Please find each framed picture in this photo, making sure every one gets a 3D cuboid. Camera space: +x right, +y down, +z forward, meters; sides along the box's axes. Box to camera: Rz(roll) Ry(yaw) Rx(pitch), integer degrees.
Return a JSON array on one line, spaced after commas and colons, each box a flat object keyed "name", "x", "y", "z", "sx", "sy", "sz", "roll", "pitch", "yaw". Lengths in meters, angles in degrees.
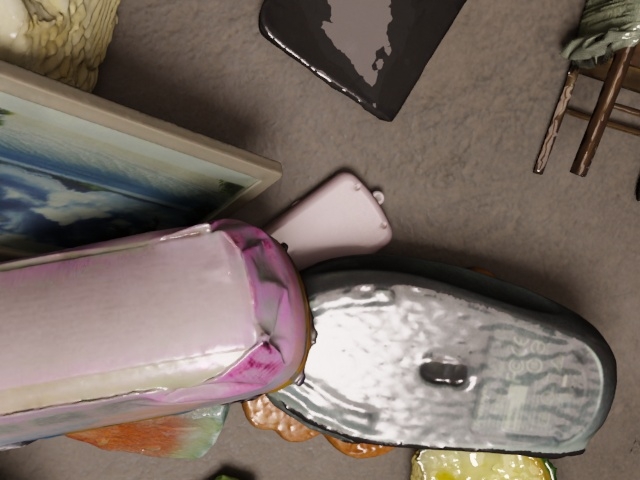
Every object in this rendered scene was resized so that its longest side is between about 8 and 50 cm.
[{"name": "framed picture", "x": -0.219, "y": -0.042, "z": 0.701, "sx": 0.315, "sy": 0.232, "sz": 0.024, "roll": 14, "pitch": 50, "yaw": -47}]

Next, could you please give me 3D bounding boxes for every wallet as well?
[{"name": "wallet", "x": 0.095, "y": -0.331, "z": 0.863, "sx": 0.197, "sy": 0.051, "sz": 0.377, "roll": 33, "pitch": 88, "yaw": -14}]

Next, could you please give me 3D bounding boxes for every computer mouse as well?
[{"name": "computer mouse", "x": 0.118, "y": 0.127, "z": 0.846, "sx": 0.374, "sy": 0.114, "sz": 0.203, "roll": 13, "pitch": 95, "yaw": -4}]

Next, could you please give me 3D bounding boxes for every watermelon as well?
[{"name": "watermelon", "x": -0.212, "y": 0.133, "z": 0.834, "sx": 0.257, "sy": 0.140, "sz": 0.192, "roll": 7, "pitch": 87, "yaw": -5}]

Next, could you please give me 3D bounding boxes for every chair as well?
[{"name": "chair", "x": 0.361, "y": -0.210, "z": 0.881, "sx": 0.186, "sy": 0.160, "sz": 0.318, "roll": 14, "pitch": 95, "yaw": -8}]

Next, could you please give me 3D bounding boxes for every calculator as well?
[{"name": "calculator", "x": 0.000, "y": 0.000, "z": 0.892, "sx": 0.175, "sy": 0.032, "sz": 0.100, "roll": -36, "pitch": 103, "yaw": -6}]

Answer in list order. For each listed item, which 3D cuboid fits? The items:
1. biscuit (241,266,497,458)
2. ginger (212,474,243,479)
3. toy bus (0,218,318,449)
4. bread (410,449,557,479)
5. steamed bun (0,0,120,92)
[{"name": "biscuit", "x": 0.074, "y": 0.142, "z": 0.918, "sx": 0.334, "sy": 0.047, "sz": 0.201, "roll": -9, "pitch": 97, "yaw": -12}, {"name": "ginger", "x": -0.080, "y": 0.398, "z": 0.900, "sx": 0.137, "sy": 0.089, "sz": 0.289, "roll": -16, "pitch": 95, "yaw": -36}, {"name": "toy bus", "x": -0.200, "y": 0.089, "z": 0.706, "sx": 0.387, "sy": 0.162, "sz": 0.171, "roll": -11, "pitch": 81, "yaw": 2}, {"name": "bread", "x": 0.181, "y": 0.348, "z": 0.922, "sx": 0.175, "sy": 0.133, "sz": 0.251, "roll": -4, "pitch": 80, "yaw": -4}, {"name": "steamed bun", "x": -0.292, "y": -0.239, "z": 0.697, "sx": 0.203, "sy": 0.276, "sz": 0.289, "roll": 16, "pitch": 118, "yaw": -2}]
